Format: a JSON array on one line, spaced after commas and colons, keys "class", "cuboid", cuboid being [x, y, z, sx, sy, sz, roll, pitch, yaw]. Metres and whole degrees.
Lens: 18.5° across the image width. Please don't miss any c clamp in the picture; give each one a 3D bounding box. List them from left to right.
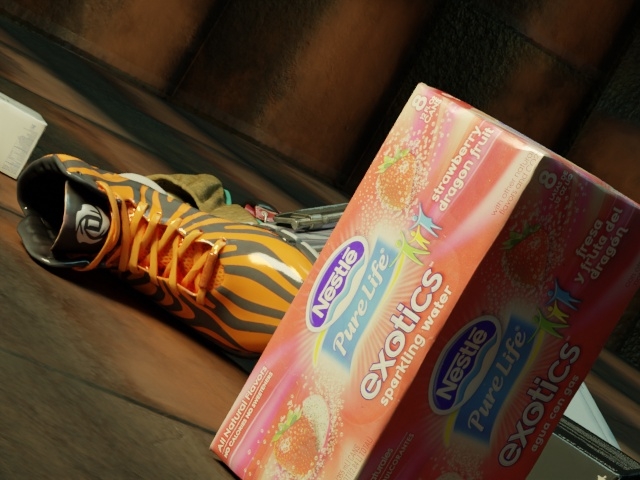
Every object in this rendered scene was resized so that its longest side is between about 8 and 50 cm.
[{"class": "c clamp", "cuboid": [0.020, -0.027, 2.236, 0.160, 0.022, 0.137, -11, 8, -41]}]

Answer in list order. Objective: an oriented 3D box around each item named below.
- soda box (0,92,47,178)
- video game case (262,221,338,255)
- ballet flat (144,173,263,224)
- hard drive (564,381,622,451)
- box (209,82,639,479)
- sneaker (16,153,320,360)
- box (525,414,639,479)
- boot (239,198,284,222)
[{"class": "soda box", "cuboid": [-0.396, -0.147, 2.045, 0.216, 0.069, 0.074, 29, 5, -18]}, {"class": "video game case", "cuboid": [0.000, 0.000, 2.197, 0.274, 0.026, 0.196, -4, 9, -19]}, {"class": "ballet flat", "cuboid": [-0.132, -0.003, 1.919, 0.124, 0.116, 0.342, 14, 14, -16]}, {"class": "hard drive", "cuboid": [0.205, 0.145, 2.184, 0.353, 0.047, 0.233, 22, 36, -55]}, {"class": "box", "cuboid": [0.078, 0.067, 1.339, 0.142, 0.300, 0.154, 26, 7, -39]}, {"class": "sneaker", "cuboid": [-0.147, 0.016, 1.717, 0.321, 0.124, 0.180, 21, 3, 34]}, {"class": "box", "cuboid": [0.148, 0.178, 1.753, 0.261, 0.103, 0.184, 32, 3, 19]}, {"class": "boot", "cuboid": [-0.012, 0.014, 2.533, 0.176, 0.088, 0.244, 26, -1, -36]}]
